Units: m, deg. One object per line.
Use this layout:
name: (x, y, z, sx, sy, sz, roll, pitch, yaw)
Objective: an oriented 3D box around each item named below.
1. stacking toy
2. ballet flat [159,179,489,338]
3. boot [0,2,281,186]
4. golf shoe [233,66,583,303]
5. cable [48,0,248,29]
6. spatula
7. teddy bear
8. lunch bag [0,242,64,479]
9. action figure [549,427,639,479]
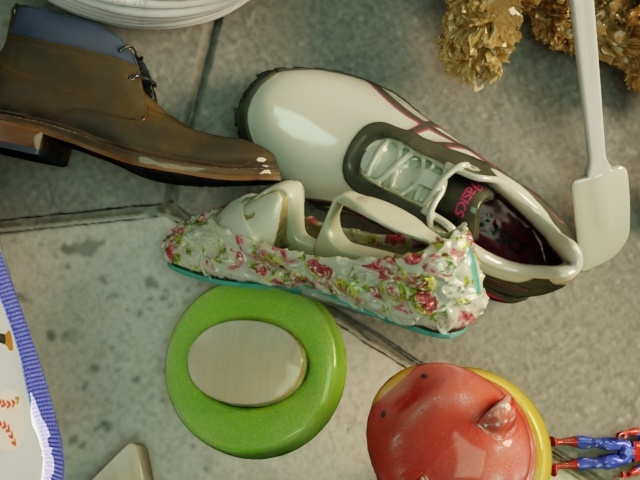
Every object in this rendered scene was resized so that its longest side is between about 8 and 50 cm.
stacking toy: (-0.032, 0.167, 0.616, 0.279, 0.130, 0.309, 34, 85, 16)
ballet flat: (0.000, 0.000, 0.653, 0.241, 0.091, 0.077, 12, 113, 22)
boot: (-0.129, -0.098, 0.672, 0.219, 0.082, 0.106, 9, 86, -1)
golf shoe: (0.069, -0.049, 0.690, 0.272, 0.120, 0.105, 28, 87, -7)
cable: (-0.122, -0.276, 0.668, 0.257, 0.089, 0.257, -5, 85, -13)
spatula: (0.258, -0.102, 0.719, 0.168, 0.019, 0.242, -17, 121, -4)
teddy bear: (0.167, -0.228, 0.725, 0.338, 0.113, 0.245, 4, 96, -17)
lunch bag: (-0.282, 0.028, 0.498, 0.238, 0.385, 0.328, -19, 92, -9)
action figure: (0.236, 0.168, 0.762, 0.115, 0.030, 0.038, -2, 85, -11)
